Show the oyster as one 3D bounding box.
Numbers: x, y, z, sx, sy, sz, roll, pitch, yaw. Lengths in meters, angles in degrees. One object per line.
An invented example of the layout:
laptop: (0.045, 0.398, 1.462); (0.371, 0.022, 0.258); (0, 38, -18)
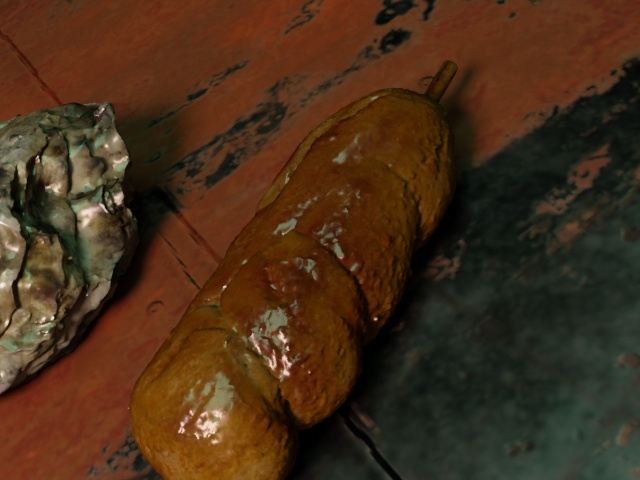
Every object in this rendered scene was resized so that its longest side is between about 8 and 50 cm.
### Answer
oyster: (-0.233, 0.015, 0.731); (0.198, 0.112, 0.268); (4, 55, 28)

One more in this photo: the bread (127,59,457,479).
bread: (0.001, 0.001, 0.655); (0.124, 0.084, 0.344); (12, 56, 32)
